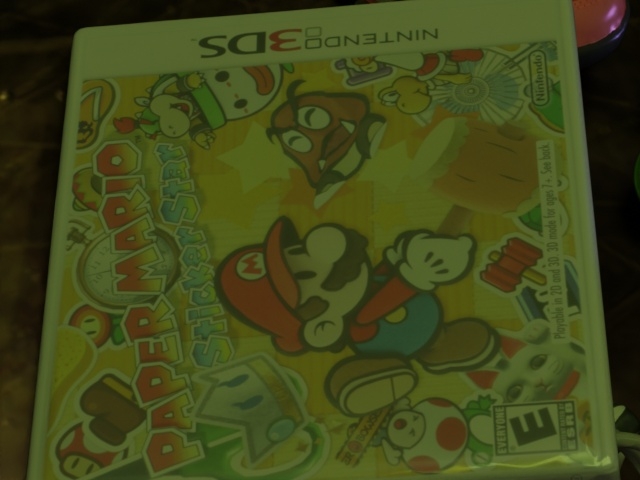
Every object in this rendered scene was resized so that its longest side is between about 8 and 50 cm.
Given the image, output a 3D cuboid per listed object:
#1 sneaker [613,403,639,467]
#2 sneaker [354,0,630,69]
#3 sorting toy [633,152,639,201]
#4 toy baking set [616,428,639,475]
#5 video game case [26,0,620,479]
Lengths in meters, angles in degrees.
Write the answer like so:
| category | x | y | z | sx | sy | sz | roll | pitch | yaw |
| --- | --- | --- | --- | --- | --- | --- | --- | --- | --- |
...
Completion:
| category | x | y | z | sx | sy | sz | roll | pitch | yaw |
| --- | --- | --- | --- | --- | --- | --- | --- | --- | --- |
| sneaker | 0.091 | 0.107 | 0.728 | 0.043 | 0.040 | 0.109 | 38 | 62 | 1 |
| sneaker | 0.042 | -0.211 | 0.872 | 0.116 | 0.136 | 0.314 | -16 | 61 | -21 |
| sorting toy | 0.169 | -0.040 | 0.846 | 0.061 | 0.042 | 0.102 | 10 | 65 | 14 |
| toy baking set | 0.122 | 0.168 | 0.669 | 0.197 | 0.030 | 0.256 | 47 | 61 | 6 |
| video game case | 0.000 | 0.000 | 0.746 | 0.206 | 0.026 | 0.227 | -4 | 54 | 6 |
